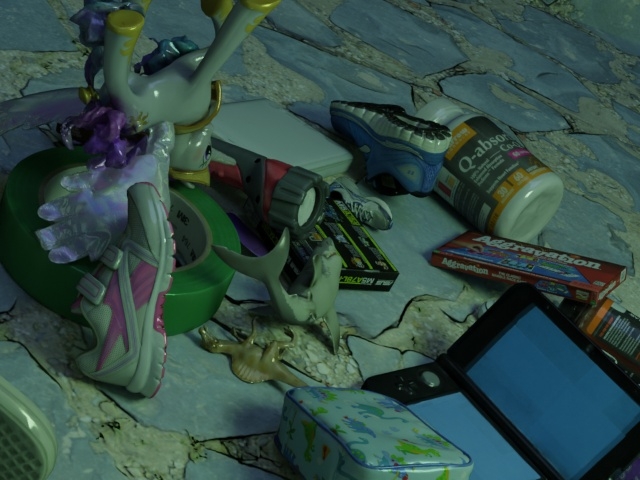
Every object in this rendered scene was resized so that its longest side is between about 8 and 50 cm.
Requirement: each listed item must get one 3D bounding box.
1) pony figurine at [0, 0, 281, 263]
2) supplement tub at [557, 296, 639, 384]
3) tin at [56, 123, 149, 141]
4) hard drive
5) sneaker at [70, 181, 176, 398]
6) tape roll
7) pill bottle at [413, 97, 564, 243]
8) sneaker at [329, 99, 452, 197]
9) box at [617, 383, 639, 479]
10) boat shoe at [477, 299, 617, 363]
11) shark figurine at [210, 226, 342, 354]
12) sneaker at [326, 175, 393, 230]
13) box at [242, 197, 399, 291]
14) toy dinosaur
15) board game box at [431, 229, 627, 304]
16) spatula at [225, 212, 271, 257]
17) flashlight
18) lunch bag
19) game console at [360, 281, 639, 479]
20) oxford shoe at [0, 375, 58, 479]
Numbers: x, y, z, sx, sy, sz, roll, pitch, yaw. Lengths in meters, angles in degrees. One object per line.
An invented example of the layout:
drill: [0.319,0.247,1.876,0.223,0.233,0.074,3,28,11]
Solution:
pony figurine: [-0.235,-0.165,1.515,0.351,0.363,0.303,-17,56,-30]
supplement tub: [0.459,0.156,1.870,0.198,0.106,0.106,34,30,14]
tin: [-0.317,-0.157,1.764,0.106,0.040,0.189,5,8,-39]
hard drive: [-0.090,-0.161,1.969,0.203,0.040,0.307,34,22,15]
sneaker: [-0.231,0.055,1.392,0.111,0.252,0.103,5,-6,-13]
tape roll: [-0.267,-0.005,1.593,0.321,0.077,0.321,19,29,-11]
pill bottle: [0.281,-0.124,2.122,0.162,0.162,0.278,-12,46,-47]
sneaker: [0.103,-0.158,2.085,0.129,0.147,0.330,2,18,-26]
box: [0.534,0.302,1.744,0.293,0.057,0.201,11,32,-25]
boat shoe: [0.352,0.145,1.834,0.226,0.076,0.083,33,30,13]
shark figurine: [-0.053,0.075,1.589,0.116,0.166,0.278,-5,-4,20]
sneaker: [0.058,-0.051,1.957,0.135,0.052,0.058,33,39,27]
box: [0.000,0.000,1.820,0.184,0.045,0.191,7,34,-40]
toy dinosaur: [-0.069,0.154,1.538,0.183,0.053,0.092,25,44,13]
board game box: [0.336,0.040,1.932,0.281,0.027,0.145,14,21,28]
spatula: [-0.199,-0.052,1.763,0.296,0.030,0.084,27,12,7]
flashlight: [-0.138,-0.094,1.768,0.304,0.103,0.103,20,24,24]
lunch bag: [0.062,0.246,1.382,0.176,0.090,0.219,5,15,-31]
game console: [0.245,0.212,1.546,0.250,0.173,0.293,-6,42,-44]
oxford shoe: [-0.447,0.104,1.200,0.449,0.169,0.130,26,27,10]
